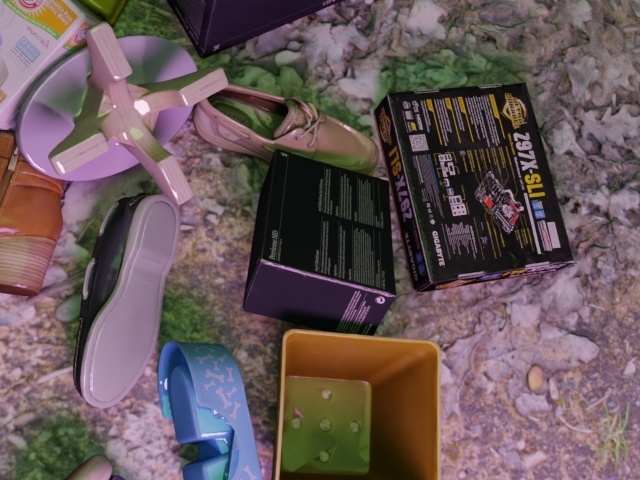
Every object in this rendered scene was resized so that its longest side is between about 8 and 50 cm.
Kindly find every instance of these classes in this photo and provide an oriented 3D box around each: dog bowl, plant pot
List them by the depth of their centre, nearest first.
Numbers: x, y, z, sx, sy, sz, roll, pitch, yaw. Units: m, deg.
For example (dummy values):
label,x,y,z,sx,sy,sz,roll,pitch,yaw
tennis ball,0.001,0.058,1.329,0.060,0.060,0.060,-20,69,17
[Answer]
label,x,y,z,sx,sy,sz,roll,pitch,yaw
dog bowl,-0.143,0.274,1.054,0.074,0.166,0.297,-6,76,-28
plant pot,0.030,0.248,1.086,0.212,0.187,0.212,6,72,-13

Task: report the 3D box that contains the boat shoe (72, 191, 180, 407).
label,x,y,z,sx,sy,sz,roll,pitch,yaw
boat shoe,-0.280,0.079,1.109,0.114,0.091,0.302,42,59,-48

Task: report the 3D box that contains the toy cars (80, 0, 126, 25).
label,x,y,z,sx,sy,sz,roll,pitch,yaw
toy cars,-0.339,-0.323,1.205,0.177,0.087,0.393,-25,82,-19

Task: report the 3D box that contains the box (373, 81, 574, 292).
label,x,y,z,sx,sy,sz,roll,pitch,yaw
box,0.245,-0.092,1.298,0.257,0.079,0.321,-8,77,-18

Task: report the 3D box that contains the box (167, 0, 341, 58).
label,x,y,z,sx,sy,sz,roll,pitch,yaw
box,-0.058,-0.476,1.202,0.343,0.312,0.178,-28,83,-20

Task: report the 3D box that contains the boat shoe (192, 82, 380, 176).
label,x,y,z,sx,sy,sz,roll,pitch,yaw
boat shoe,-0.045,-0.168,1.231,0.303,0.098,0.109,17,71,-9

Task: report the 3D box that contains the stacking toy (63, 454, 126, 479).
label,x,y,z,sx,sy,sz,roll,pitch,yaw
stacking toy,-0.218,0.433,1.005,0.330,0.141,0.141,47,69,-4

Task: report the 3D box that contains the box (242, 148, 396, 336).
label,x,y,z,sx,sy,sz,roll,pitch,yaw
box,0.000,0.000,1.131,0.185,0.103,0.261,17,38,-11

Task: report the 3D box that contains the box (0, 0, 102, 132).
label,x,y,z,sx,sy,sz,roll,pitch,yaw
box,-0.409,-0.264,1.117,0.114,0.103,0.203,45,96,5

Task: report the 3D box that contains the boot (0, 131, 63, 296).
label,x,y,z,sx,sy,sz,roll,pitch,yaw
boot,-0.490,-0.056,1.071,0.284,0.109,0.220,11,70,-19

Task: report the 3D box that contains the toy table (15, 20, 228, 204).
label,x,y,z,sx,sy,sz,roll,pitch,yaw
toy table,-0.260,-0.175,1.071,0.274,0.161,0.252,-45,124,-16
